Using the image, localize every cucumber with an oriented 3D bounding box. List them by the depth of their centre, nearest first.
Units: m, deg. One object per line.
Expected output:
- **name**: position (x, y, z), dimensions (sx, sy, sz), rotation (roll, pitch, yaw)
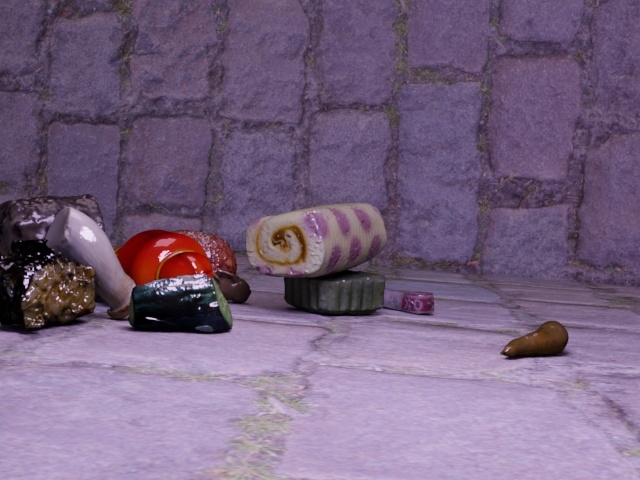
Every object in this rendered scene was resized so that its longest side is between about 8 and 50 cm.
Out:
- **cucumber**: position (-0.237, 0.122, 1.564), dimensions (0.192, 0.086, 0.115), rotation (2, -41, -19)

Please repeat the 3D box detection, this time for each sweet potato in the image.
- **sweet potato**: position (0.398, 0.178, 1.594), dimensions (0.069, 0.060, 0.249), rotation (-19, -8, 35)

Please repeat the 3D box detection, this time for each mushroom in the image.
- **mushroom**: position (-0.411, 0.040, 1.640), dimensions (0.116, 0.225, 0.093), rotation (-41, 12, 34)

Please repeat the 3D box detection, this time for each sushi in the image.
- **sushi**: position (-0.465, 0.074, 1.513), dimensions (0.114, 0.147, 0.212), rotation (2, -4, 17)

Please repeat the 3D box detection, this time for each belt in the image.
- **belt**: position (0.180, 0.142, 2.173), dimensions (0.232, 0.053, 0.071), rotation (6, 10, 43)

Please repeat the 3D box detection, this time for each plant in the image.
- **plant**: position (-0.583, 0.022, 1.734), dimensions (0.312, 0.215, 0.213), rotation (-5, 3, -32)

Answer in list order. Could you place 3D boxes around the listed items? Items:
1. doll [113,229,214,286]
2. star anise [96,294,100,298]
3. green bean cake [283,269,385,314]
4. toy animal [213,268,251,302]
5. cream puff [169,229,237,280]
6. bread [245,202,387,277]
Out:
- **doll**: position (-0.321, 0.061, 1.807), dimensions (0.182, 0.160, 0.363), rotation (-20, 16, -36)
- **star anise**: position (-0.576, 0.079, 1.979), dimensions (0.227, 0.148, 0.218), rotation (-22, 34, 7)
- **green bean cake**: position (0.029, 0.115, 2.027), dimensions (0.185, 0.094, 0.183), rotation (2, 3, -38)
- **toy animal**: position (-0.252, 0.097, 2.022), dimensions (0.214, 0.094, 0.186), rotation (12, 7, -26)
- **cream puff**: position (-0.329, 0.053, 2.257), dimensions (0.240, 0.164, 0.240), rotation (0, 6, 0)
- **bread**: position (0.000, 0.000, 1.998), dimensions (0.187, 0.155, 0.338), rotation (-7, 3, 29)
